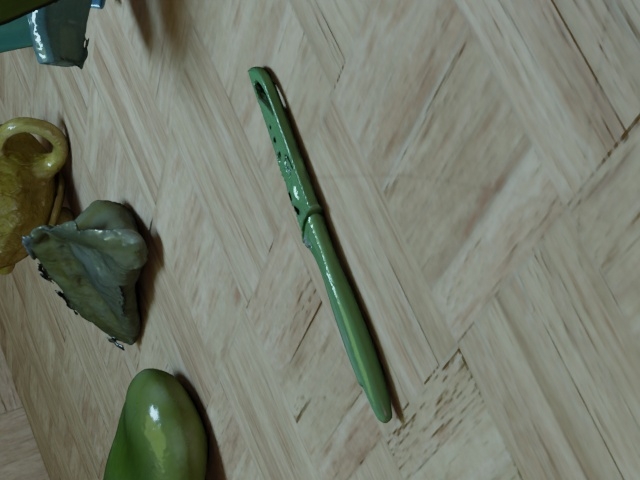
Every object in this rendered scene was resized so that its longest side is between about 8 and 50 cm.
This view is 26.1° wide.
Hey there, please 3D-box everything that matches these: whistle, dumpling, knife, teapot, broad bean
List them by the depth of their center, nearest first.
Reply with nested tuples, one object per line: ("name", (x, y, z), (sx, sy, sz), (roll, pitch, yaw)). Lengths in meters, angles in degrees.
("knife", (-0.002, 0.001, 1.049), (0.043, 0.020, 0.293), (140, 111, -71))
("whistle", (-0.262, -0.299, 1.326), (0.180, 0.093, 0.269), (-1, -92, -66))
("broad bean", (-0.192, 0.266, 1.674), (0.189, 0.121, 0.263), (61, 143, 41))
("dumpling", (-0.274, 0.020, 1.689), (0.166, 0.086, 0.332), (35, 152, 5))
("teapot", (-0.420, -0.059, 1.927), (0.203, 0.167, 0.311), (-94, 28, -42))

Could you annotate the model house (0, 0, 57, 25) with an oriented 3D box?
("model house", (-0.228, -0.328, 1.127), (0.279, 0.205, 0.218), (-15, 105, 60))

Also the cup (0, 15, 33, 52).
("cup", (-0.481, -0.284, 1.759), (0.134, 0.236, 0.148), (-130, 27, -48))
